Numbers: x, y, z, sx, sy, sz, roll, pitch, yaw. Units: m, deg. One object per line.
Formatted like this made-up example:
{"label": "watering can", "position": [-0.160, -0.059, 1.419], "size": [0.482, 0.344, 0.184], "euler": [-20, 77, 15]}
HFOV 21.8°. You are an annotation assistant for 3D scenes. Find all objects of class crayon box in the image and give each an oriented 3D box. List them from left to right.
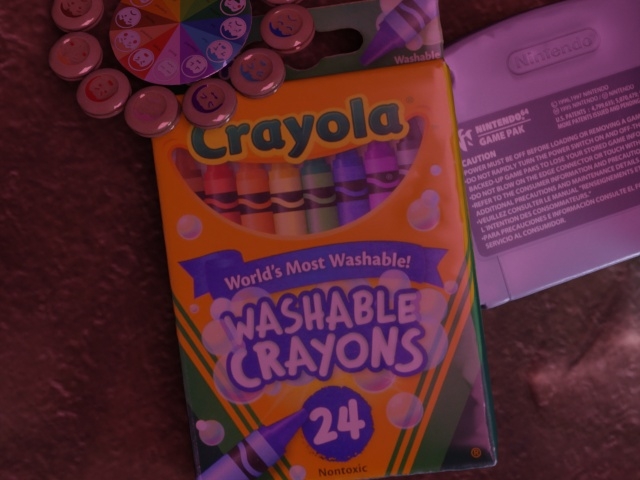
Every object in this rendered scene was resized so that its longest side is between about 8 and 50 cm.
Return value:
{"label": "crayon box", "position": [0.000, 0.000, 1.129], "size": [0.203, 0.083, 0.323], "euler": [-7, 92, 7]}

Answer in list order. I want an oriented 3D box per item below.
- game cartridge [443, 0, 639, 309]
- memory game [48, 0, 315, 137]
{"label": "game cartridge", "position": [0.182, -0.075, 1.225], "size": [0.297, 0.062, 0.198], "euler": [-18, 91, -14]}
{"label": "memory game", "position": [-0.095, -0.150, 1.116], "size": [0.186, 0.012, 0.186], "euler": [-4, 62, 8]}
